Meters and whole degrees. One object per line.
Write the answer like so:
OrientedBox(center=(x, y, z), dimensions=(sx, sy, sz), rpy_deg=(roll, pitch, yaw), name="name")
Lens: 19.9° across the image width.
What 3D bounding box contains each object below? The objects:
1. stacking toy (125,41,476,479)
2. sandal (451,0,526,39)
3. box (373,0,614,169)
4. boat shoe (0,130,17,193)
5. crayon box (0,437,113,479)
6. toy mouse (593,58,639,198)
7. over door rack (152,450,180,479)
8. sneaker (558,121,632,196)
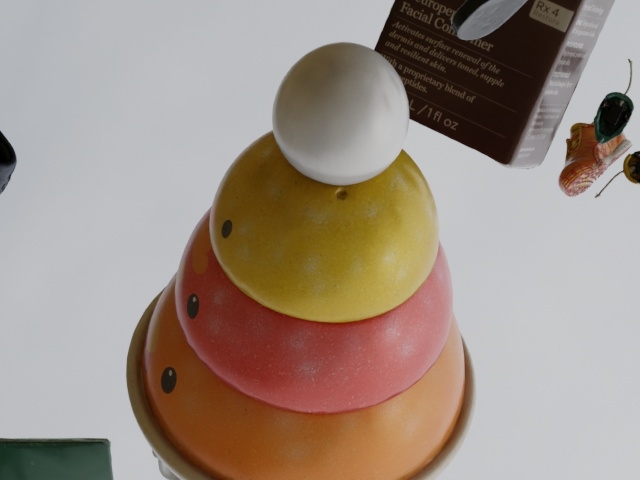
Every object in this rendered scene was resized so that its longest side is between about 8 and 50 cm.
OrientedBox(center=(0.000, 0.000, 1.686), dimensions=(0.351, 0.480, 0.350), rpy_deg=(4, -134, -4), name="stacking toy")
OrientedBox(center=(0.168, -0.198, 1.308), dimensions=(0.179, 0.067, 0.040), rpy_deg=(-46, -117, 28), name="sandal")
OrientedBox(center=(0.208, -0.282, 1.890), dimensions=(0.191, 0.143, 0.381), rpy_deg=(26, -79, 18), name="box")
OrientedBox(center=(-0.285, -0.137, 1.221), dimensions=(0.089, 0.258, 0.109), rpy_deg=(-31, -169, 37), name="boat shoe")
OrientedBox(center=(-0.271, 0.318, 1.222), dimensions=(0.363, 0.106, 0.313), rpy_deg=(-20, -109, 44), name="crayon box")
OrientedBox(center=(0.369, -0.137, 2.083), dimensions=(0.161, 0.143, 0.031), rpy_deg=(-17, 173, 4), name="toy mouse")
OrientedBox(center=(-0.056, 0.277, 1.882), dimensions=(0.324, 0.108, 0.239), rpy_deg=(-14, -140, 23), name="over door rack")
OrientedBox(center=(0.308, -0.100, 2.144), dimensions=(0.064, 0.067, 0.175), rpy_deg=(-46, 177, 30), name="sneaker")
